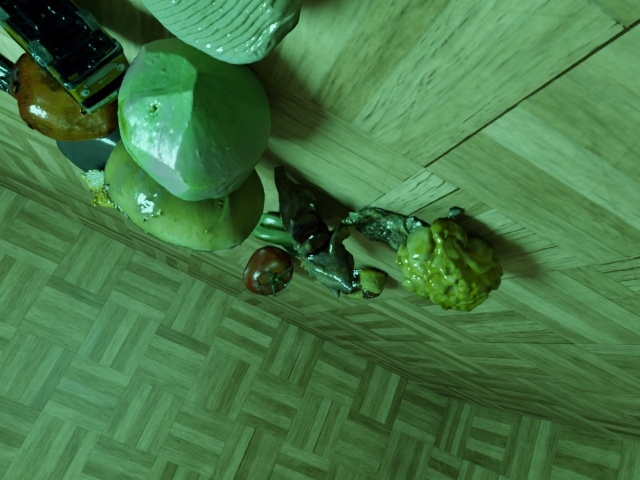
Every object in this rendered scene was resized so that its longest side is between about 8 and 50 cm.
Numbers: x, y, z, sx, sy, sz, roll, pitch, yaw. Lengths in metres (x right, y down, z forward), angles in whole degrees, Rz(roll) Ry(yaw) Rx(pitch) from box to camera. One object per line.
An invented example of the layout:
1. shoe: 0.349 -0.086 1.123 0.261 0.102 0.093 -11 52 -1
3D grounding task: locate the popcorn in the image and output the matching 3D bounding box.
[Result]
1. popcorn: 0.224 0.050 0.806 0.163 0.140 0.194 -30 135 35

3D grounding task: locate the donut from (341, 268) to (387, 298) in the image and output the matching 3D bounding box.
1. donut: 0.118 0.121 1.239 0.140 0.059 0.140 4 159 2

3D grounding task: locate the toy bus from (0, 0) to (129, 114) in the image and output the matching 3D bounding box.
1. toy bus: -0.363 -0.277 0.628 0.201 0.098 0.114 43 166 8

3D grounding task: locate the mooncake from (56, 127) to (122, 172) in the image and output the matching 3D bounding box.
1. mooncake: -0.422 -0.198 0.953 0.244 0.133 0.245 20 160 8

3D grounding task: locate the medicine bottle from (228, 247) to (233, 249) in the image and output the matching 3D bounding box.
1. medicine bottle: -0.324 -0.048 1.287 0.191 0.107 0.107 17 161 19

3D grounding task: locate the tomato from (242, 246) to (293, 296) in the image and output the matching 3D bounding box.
1. tomato: -0.169 0.095 1.439 0.167 0.167 0.167 21 161 8

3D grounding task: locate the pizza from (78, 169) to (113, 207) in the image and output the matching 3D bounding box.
1. pizza: -0.402 -0.105 0.923 0.270 0.056 0.134 2 162 25

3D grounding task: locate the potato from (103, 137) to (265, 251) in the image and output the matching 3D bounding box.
1. potato: -0.236 -0.120 0.797 0.299 0.239 0.116 31 154 -4

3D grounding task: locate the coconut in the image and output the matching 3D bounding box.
1. coconut: -0.178 -0.167 0.639 0.204 0.236 0.236 0 167 -15

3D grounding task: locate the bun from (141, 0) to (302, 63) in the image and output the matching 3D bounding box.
1. bun: -0.086 -0.256 0.420 0.173 0.114 0.166 15 167 21

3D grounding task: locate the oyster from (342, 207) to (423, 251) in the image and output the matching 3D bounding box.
1. oyster: 0.127 -0.018 0.897 0.165 0.053 0.108 21 158 15

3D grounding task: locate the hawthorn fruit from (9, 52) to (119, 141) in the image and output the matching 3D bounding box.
1. hawthorn fruit: -0.426 -0.253 0.767 0.179 0.174 0.173 21 161 11

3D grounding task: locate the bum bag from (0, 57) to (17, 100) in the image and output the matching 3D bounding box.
1. bum bag: -0.664 -0.331 0.999 0.248 0.060 0.123 35 160 -27

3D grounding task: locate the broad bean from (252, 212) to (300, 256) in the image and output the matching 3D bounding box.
1. broad bean: -0.086 -0.010 1.186 0.153 0.073 0.206 13 170 36

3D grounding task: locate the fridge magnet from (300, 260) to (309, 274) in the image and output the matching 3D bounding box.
1. fridge magnet: 0.010 0.081 1.302 0.143 0.063 0.143 19 158 8

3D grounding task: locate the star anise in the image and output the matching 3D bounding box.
1. star anise: -0.003 0.000 0.913 0.292 0.109 0.350 49 171 24
